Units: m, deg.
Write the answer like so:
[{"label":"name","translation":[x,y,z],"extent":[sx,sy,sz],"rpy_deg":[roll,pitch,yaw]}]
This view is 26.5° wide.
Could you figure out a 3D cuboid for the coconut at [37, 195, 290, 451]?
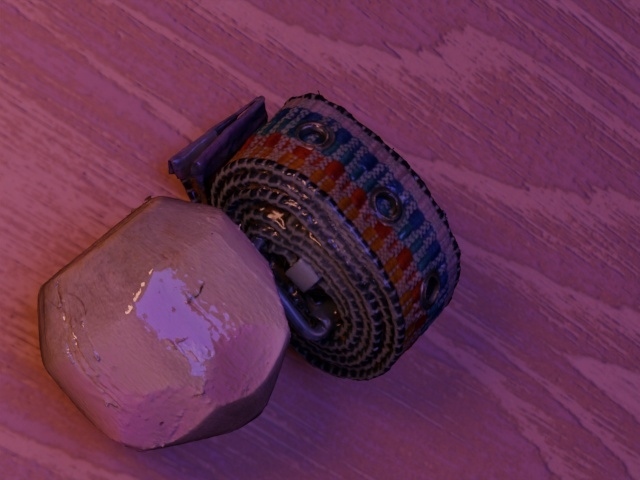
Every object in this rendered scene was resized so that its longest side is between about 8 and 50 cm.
[{"label":"coconut","translation":[-0.140,0.090,1.272],"extent":[0.227,0.227,0.230],"rpy_deg":[-43,101,-30]}]

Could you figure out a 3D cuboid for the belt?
[{"label":"belt","translation":[0.000,0.000,1.373],"extent":[0.160,0.207,0.295],"rpy_deg":[-44,109,-37]}]
